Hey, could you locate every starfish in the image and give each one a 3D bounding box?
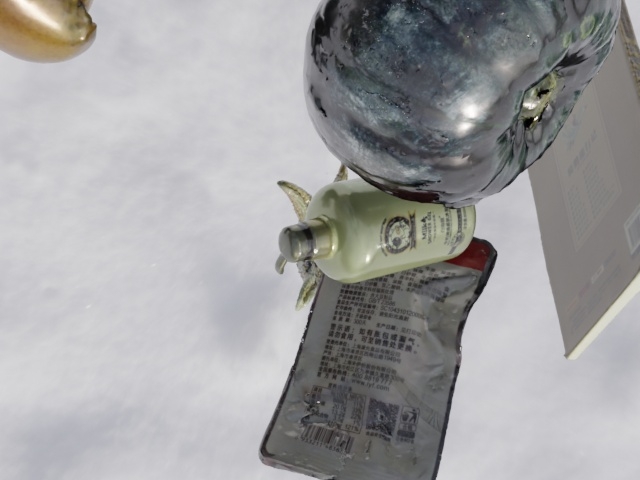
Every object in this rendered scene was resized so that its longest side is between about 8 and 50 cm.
[{"bbox_3d":[0.000,0.000,1.155,0.053,0.208,0.176,-14,129,16],"label":"starfish"}]

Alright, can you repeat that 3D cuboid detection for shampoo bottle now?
[{"bbox_3d":[0.039,-0.011,0.898,0.162,0.079,0.079,-12,94,-35],"label":"shampoo bottle"}]

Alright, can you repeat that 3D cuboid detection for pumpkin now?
[{"bbox_3d":[0.095,-0.132,0.786,0.163,0.233,0.233,40,93,19],"label":"pumpkin"}]

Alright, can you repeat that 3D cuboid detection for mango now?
[{"bbox_3d":[-0.257,-0.274,0.945,0.152,0.287,0.201,9,124,-26],"label":"mango"}]

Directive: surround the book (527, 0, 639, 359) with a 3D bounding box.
[{"bbox_3d":[0.265,-0.070,1.133,0.021,0.217,0.310,8,52,-14],"label":"book"}]

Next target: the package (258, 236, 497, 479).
[{"bbox_3d":[0.051,0.095,0.993,0.154,0.030,0.239,13,76,21],"label":"package"}]
